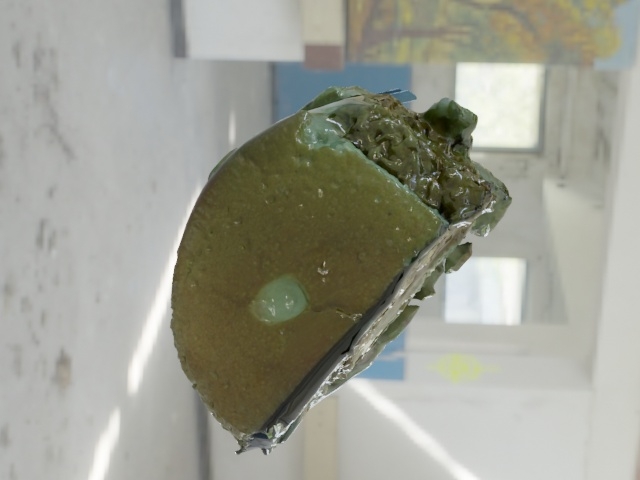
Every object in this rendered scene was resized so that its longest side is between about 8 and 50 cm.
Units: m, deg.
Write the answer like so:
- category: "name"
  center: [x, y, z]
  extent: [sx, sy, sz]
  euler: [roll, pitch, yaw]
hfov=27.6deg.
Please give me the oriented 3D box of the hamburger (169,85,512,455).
- category: "hamburger"
  center: [0.000, 0.000, 0.956]
  extent: [0.288, 0.192, 0.167]
  euler: [-48, 159, 7]

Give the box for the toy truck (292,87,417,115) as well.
- category: "toy truck"
  center: [0.036, -0.108, 1.344]
  extent: [0.063, 0.136, 0.074]
  euler: [-151, -131, -66]
